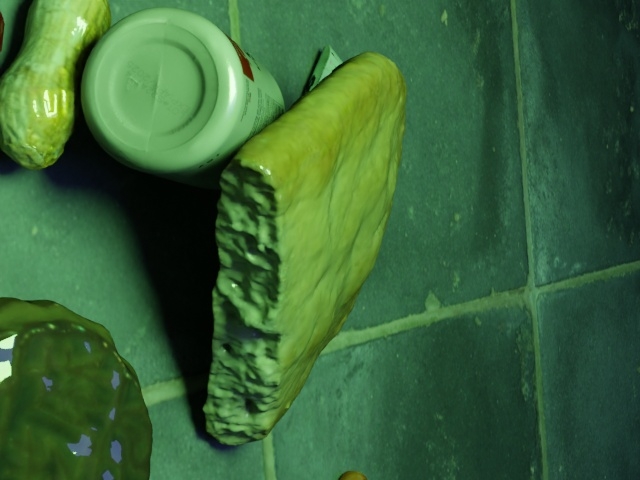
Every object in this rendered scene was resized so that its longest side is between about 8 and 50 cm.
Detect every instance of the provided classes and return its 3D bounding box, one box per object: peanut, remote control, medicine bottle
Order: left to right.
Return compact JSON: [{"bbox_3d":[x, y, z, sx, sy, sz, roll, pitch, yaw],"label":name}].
[{"bbox_3d":[-0.260,-0.166,1.076,0.087,0.087,0.206,38,56,-47],"label":"peanut"},{"bbox_3d":[-0.125,-0.135,1.154,0.289,0.157,0.157,9,79,-80],"label":"medicine bottle"},{"bbox_3d":[-0.002,-0.176,1.486,0.065,0.029,0.166,46,57,-44],"label":"remote control"}]

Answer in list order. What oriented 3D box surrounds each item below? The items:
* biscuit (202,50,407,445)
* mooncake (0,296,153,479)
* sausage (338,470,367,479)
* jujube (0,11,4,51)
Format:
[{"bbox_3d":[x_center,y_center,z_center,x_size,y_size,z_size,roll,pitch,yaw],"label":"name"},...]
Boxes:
[{"bbox_3d":[0.001,0.000,1.292,0.446,0.104,0.429,-49,153,-52],"label":"biscuit"},{"bbox_3d":[-0.284,0.189,0.955,0.290,0.161,0.290,5,84,-52],"label":"mooncake"},{"bbox_3d":[0.021,0.362,1.472,0.131,0.039,0.041,-53,136,-40],"label":"sausage"},{"bbox_3d":[-0.339,-0.129,0.912,0.155,0.155,0.230,38,56,-47],"label":"jujube"}]
